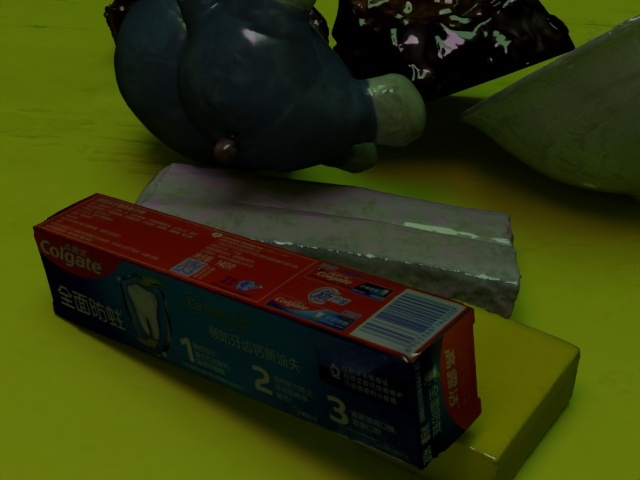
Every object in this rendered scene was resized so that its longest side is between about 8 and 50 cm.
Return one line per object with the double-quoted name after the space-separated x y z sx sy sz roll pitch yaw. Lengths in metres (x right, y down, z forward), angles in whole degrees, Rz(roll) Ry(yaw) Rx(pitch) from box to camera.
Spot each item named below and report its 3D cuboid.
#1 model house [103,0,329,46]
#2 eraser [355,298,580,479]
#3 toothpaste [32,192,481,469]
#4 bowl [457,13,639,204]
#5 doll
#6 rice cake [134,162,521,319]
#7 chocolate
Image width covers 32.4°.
-0.121 -0.212 1.097 0.164 0.141 0.203 -42 30 -21 "model house"
0.092 0.097 0.689 0.097 0.045 0.122 22 39 27 "eraser"
-0.053 0.044 0.685 0.320 0.076 0.066 17 37 37 "toothpaste"
0.282 -0.115 0.897 0.313 0.146 0.313 -30 0 0 "bowl"
-0.061 -0.129 0.882 0.154 0.228 0.258 -50 27 -7 "doll"
0.002 -0.001 0.826 0.297 0.050 0.106 8 33 10 "rice cake"
0.096 -0.214 0.962 0.224 0.177 0.206 -24 6 -31 "chocolate"
